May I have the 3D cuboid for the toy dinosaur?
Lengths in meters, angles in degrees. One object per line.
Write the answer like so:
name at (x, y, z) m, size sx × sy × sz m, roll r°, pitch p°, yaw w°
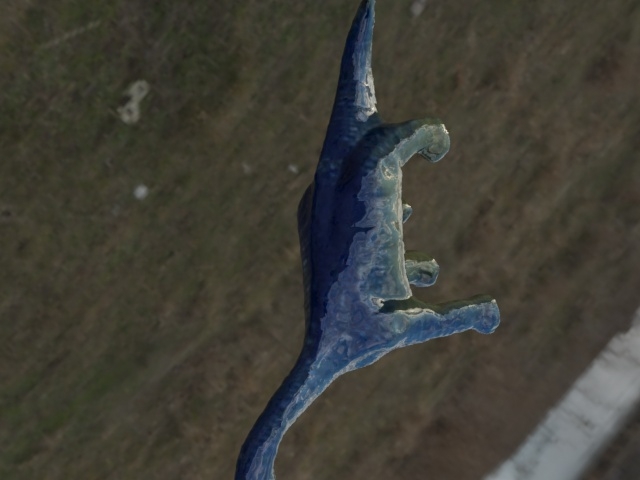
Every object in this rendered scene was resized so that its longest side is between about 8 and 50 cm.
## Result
toy dinosaur at (0.000, 0.000, 0.591) m, size 0.188 × 0.248 × 0.075 m, roll -15°, pitch -175°, yaw -43°
